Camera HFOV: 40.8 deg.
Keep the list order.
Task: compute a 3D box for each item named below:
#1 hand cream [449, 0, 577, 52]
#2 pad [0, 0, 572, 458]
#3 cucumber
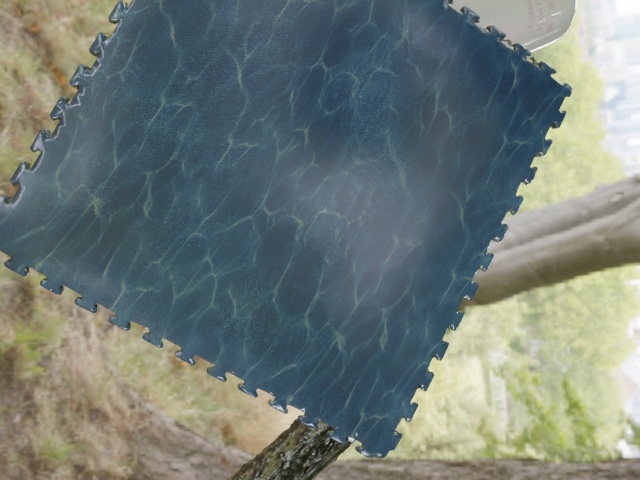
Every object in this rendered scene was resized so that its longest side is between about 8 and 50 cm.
[{"bbox_3d":[0.113,-0.227,0.930,0.118,0.358,0.186,33,-38,56],"label":"hand cream"},{"bbox_3d":[-0.009,-0.046,0.492,0.270,0.268,0.012,-63,-165,-8],"label":"pad"},{"bbox_3d":[-0.080,0.316,1.102,0.303,0.072,0.081,-37,138,-16],"label":"cucumber"}]
